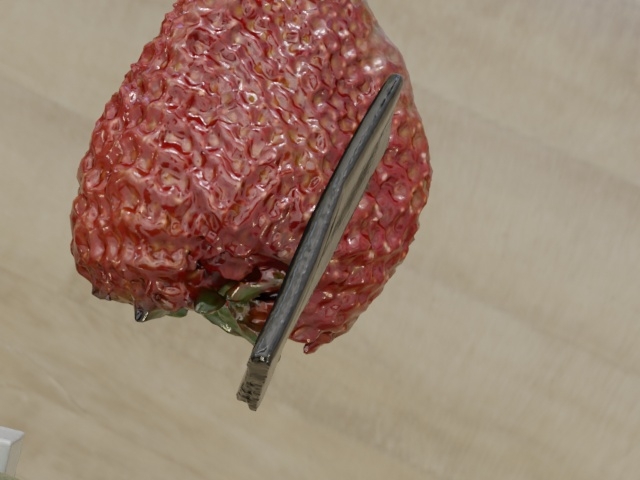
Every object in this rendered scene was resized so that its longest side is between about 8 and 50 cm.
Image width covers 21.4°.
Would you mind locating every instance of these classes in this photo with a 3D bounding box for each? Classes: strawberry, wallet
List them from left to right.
[{"bbox_3d":[-0.054,-0.083,1.522,0.312,0.267,0.351,14,90,-15],"label":"strawberry"},{"bbox_3d":[-0.001,0.000,1.221,0.025,0.124,0.244,26,67,3],"label":"wallet"}]

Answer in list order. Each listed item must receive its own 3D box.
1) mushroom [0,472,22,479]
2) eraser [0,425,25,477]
[{"bbox_3d":[-0.265,0.311,1.164,0.260,0.352,0.352,-14,72,24],"label":"mushroom"},{"bbox_3d":[-0.367,0.195,1.418,0.210,0.068,0.124,14,92,1],"label":"eraser"}]
